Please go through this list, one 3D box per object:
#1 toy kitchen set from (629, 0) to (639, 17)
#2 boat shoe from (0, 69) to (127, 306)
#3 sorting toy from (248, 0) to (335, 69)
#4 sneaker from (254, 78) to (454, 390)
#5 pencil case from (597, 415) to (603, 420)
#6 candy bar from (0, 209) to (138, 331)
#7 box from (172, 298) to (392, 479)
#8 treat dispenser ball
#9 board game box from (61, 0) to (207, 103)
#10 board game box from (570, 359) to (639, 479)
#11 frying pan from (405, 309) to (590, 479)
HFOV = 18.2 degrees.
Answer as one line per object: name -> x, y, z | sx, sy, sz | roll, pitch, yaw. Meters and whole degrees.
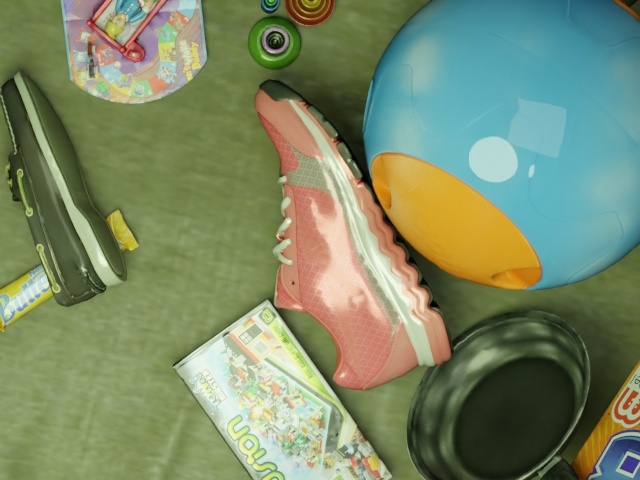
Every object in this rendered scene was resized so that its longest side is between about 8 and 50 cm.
toy kitchen set -> 0.343, -0.243, 1.928 | 0.083, 0.068, 0.075 | 44, 59, -2
boat shoe -> -0.257, -0.049, 1.863 | 0.069, 0.081, 0.227 | -27, 77, 11
sorting toy -> -0.031, -0.213, 1.902 | 0.061, 0.042, 0.102 | 39, 88, -2
sneaker -> 0.000, 0.000, 1.866 | 0.136, 0.116, 0.314 | -29, 89, 2
pencil case -> 0.252, 0.286, 1.884 | 0.104, 0.104, 0.236 | 32, 88, -2
candy bar -> -0.249, 0.031, 1.899 | 0.161, 0.018, 0.040 | -33, 91, -4
box -> -0.036, 0.171, 1.899 | 0.114, 0.036, 0.207 | -36, 91, -3
treat dispenser ball -> 0.182, -0.098, 1.790 | 0.288, 0.288, 0.288 | 0, 89, -3
board game box -> -0.179, -0.214, 1.889 | 0.133, 0.033, 0.168 | -6, 96, -1
board game box -> 0.393, 0.369, 1.709 | 0.356, 0.356, 0.356 | 35, 87, -24
frying pan -> 0.209, 0.168, 1.805 | 0.053, 0.326, 0.197 | 44, 73, -39
